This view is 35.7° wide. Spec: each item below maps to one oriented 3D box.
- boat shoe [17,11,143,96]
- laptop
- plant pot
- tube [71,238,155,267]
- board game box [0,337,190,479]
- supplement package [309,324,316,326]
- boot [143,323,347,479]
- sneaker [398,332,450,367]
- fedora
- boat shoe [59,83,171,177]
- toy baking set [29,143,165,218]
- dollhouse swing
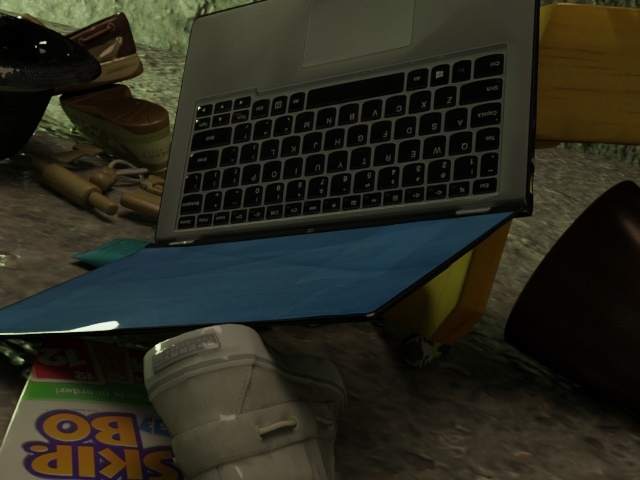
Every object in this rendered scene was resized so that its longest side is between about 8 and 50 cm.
[{"bbox_3d":[-0.425,-0.269,1.453,0.341,0.123,0.123,-18,19,-31],"label":"boat shoe"},{"bbox_3d":[-0.048,-0.093,0.795,0.381,0.408,0.236,-5,-22,32],"label":"laptop"},{"bbox_3d":[0.345,0.091,1.010,0.230,0.215,0.215,39,24,24],"label":"plant pot"},{"bbox_3d":[-0.134,0.030,0.977,0.207,0.052,0.080,15,12,17],"label":"tube"},{"bbox_3d":[-0.137,0.132,0.634,0.124,0.039,0.259,13,18,-10],"label":"board game box"},{"bbox_3d":[-0.036,0.004,1.056,0.179,0.105,0.105,26,19,30],"label":"supplement package"},{"bbox_3d":[-0.030,0.139,0.634,0.095,0.123,0.258,-22,-20,12],"label":"boot"},{"bbox_3d":[0.097,0.106,0.985,0.035,0.031,0.083,10,4,37],"label":"sneaker"},{"bbox_3d":[-0.436,-0.190,1.238,0.333,0.153,0.334,15,19,-5],"label":"fedora"},{"bbox_3d":[-0.305,-0.166,1.459,0.104,0.089,0.285,-21,29,-25],"label":"boat shoe"},{"bbox_3d":[-0.260,-0.071,1.248,0.256,0.030,0.196,26,15,31],"label":"toy baking set"},{"bbox_3d":[0.228,-0.061,1.014,0.315,0.305,0.347,1,3,-14],"label":"dollhouse swing"}]
